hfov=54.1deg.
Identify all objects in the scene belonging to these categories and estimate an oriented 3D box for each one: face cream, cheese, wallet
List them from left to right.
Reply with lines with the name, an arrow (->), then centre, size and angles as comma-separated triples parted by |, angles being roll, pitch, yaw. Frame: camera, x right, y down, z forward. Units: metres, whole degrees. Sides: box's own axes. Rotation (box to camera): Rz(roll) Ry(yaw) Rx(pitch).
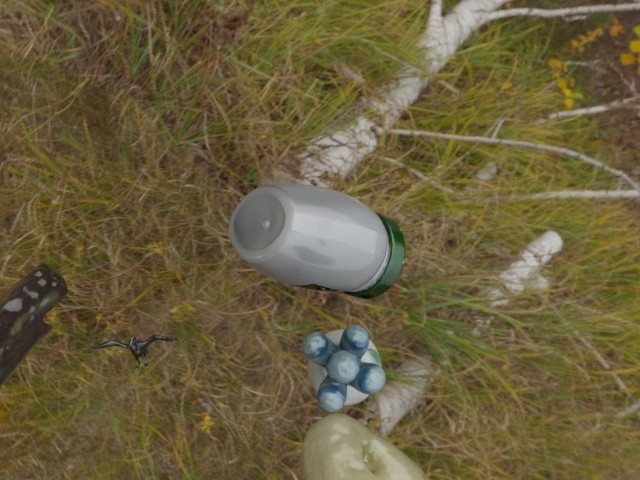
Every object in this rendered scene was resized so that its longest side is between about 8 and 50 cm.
wallet -> -0.277, 0.119, 0.426 | 0.049, 0.229, 0.182 | 48, 24, -19
face cream -> 0.000, 0.000, 1.385 | 0.357, 0.313, 0.219 | 16, 79, -42
cheese -> 0.110, 0.499, 1.060 | 0.328, 0.129, 0.351 | 33, 29, -16

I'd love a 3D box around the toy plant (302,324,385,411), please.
toy plant -> 0.061, 0.350, 1.745 | 0.247, 0.332, 0.247 | -1, 77, 4

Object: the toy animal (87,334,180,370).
toy animal -> -0.444, 0.262, 1.520 | 0.220, 0.062, 0.107 | -8, 130, 0
